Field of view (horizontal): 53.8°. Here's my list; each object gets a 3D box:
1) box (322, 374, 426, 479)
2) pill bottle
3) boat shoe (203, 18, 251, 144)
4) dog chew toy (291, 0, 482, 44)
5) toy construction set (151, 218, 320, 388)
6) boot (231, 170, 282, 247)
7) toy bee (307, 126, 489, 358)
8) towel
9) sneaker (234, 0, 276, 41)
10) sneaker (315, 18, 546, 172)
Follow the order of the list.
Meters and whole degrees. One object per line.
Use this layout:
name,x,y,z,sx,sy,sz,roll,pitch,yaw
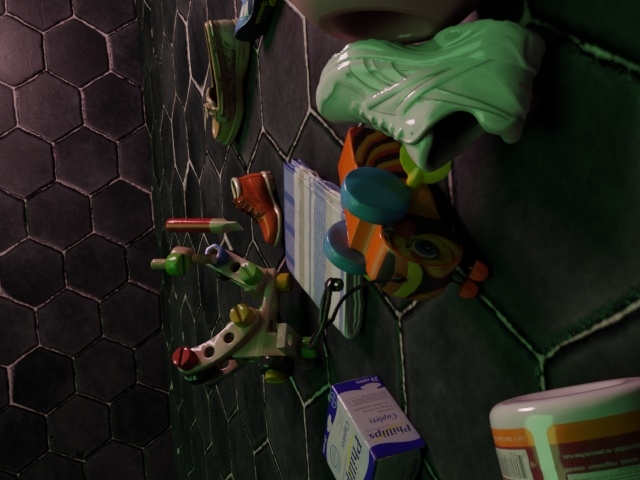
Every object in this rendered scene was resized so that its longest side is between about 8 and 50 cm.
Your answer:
box,0.064,0.272,0.823,0.137,0.072,0.126,-130,40,-53
pill bottle,0.197,0.211,0.421,0.121,0.121,0.221,141,121,-64
boat shoe,-0.209,-0.328,1.321,0.105,0.089,0.285,-119,31,-43
dog chew toy,0.063,-0.347,0.535,0.206,0.206,0.332,-169,83,-67
toy construction set,-0.115,0.100,1.057,0.257,0.237,0.309,-60,-39,-46
boot,-0.120,-0.055,1.180,0.059,0.084,0.158,124,134,-55
toy bee,0.084,0.005,0.655,0.195,0.162,0.298,114,169,-63
towel,0.000,0.000,0.969,0.285,0.034,0.209,-137,44,-61
sneaker,-0.118,-0.417,1.134,0.144,0.053,0.059,-45,54,51
sneaker,0.079,-0.118,0.565,0.232,0.090,0.115,0,79,46
